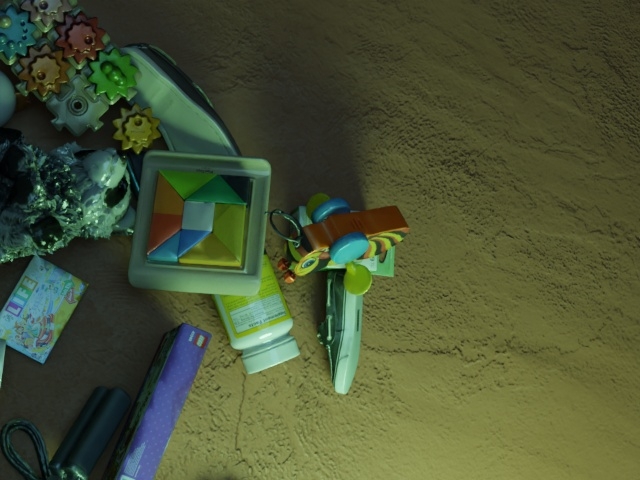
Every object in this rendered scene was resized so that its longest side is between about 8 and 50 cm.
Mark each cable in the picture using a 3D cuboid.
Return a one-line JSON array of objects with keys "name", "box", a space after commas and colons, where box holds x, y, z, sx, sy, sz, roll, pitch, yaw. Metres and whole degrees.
[{"name": "cable", "box": [-0.432, 0.423, 1.722, 0.139, 0.072, 0.287, -9, 84, -24]}]

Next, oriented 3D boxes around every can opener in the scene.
[{"name": "can opener", "box": [-0.385, 0.372, 1.723, 0.095, 0.076, 0.283, 55, 48, -35]}]

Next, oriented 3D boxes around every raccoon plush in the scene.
[{"name": "raccoon plush", "box": [-0.521, -0.047, 1.755, 0.446, 0.299, 0.216, -14, 84, 18]}]

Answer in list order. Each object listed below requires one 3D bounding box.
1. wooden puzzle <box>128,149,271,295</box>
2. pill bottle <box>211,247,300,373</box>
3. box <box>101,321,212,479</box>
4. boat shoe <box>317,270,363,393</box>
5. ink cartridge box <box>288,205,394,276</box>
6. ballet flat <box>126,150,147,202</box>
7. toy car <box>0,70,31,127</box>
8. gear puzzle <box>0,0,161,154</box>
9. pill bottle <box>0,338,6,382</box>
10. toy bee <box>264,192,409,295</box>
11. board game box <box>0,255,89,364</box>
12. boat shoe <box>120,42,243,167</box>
[{"name": "wooden puzzle", "box": [-0.201, -0.033, 1.788, 0.221, 0.044, 0.239, 4, 75, 0]}, {"name": "pill bottle", "box": [-0.118, 0.117, 1.852, 0.119, 0.119, 0.208, -20, 88, -20]}, {"name": "box", "box": [-0.271, 0.284, 1.730, 0.057, 0.201, 0.293, 25, 74, -12]}, {"name": "boat shoe", "box": [0.033, 0.164, 1.925, 0.070, 0.078, 0.219, 4, 85, 16]}, {"name": "ink cartridge box", "box": [0.049, 0.003, 1.956, 0.209, 0.062, 0.109, 5, 79, -17]}, {"name": "ballet flat", "box": [-0.287, -0.062, 1.856, 0.074, 0.074, 0.203, -14, 83, -20]}, {"name": "toy car", "box": [-0.595, -0.229, 1.750, 0.238, 0.210, 0.219, 13, 60, -44]}, {"name": "gear puzzle", "box": [-0.394, -0.269, 1.760, 0.175, 0.044, 0.339, -45, 112, -10]}, {"name": "pill bottle", "box": [-0.610, 0.190, 1.678, 0.216, 0.121, 0.121, 7, 79, -17]}, {"name": "toy bee", "box": [0.000, 0.000, 1.847, 0.298, 0.162, 0.195, 16, 45, -28]}, {"name": "board game box", "box": [-0.471, 0.116, 1.786, 0.103, 0.026, 0.154, 30, 73, -11]}, {"name": "boat shoe", "box": [-0.235, -0.216, 1.878, 0.324, 0.116, 0.097, 47, 29, -4]}]
